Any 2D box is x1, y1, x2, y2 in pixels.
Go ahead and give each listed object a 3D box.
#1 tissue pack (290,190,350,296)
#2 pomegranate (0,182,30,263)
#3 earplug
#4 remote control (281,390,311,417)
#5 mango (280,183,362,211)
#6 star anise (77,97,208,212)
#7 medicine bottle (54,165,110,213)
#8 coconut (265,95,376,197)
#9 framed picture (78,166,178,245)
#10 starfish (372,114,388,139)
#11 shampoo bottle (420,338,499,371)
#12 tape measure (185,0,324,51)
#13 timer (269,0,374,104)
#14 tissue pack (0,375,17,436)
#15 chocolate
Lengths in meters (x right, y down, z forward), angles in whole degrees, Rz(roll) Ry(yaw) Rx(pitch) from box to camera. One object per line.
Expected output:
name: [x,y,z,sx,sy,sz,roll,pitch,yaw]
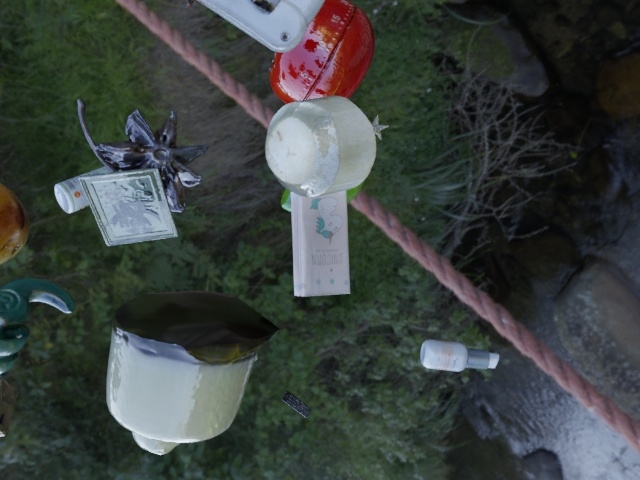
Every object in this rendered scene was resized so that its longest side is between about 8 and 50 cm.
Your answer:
tissue pack: [0.000,0.000,1.816,0.071,0.170,0.324,-1,91,59]
pomegranate: [-1.120,-0.060,1.987,0.319,0.319,0.319,46,155,29]
earplug: [-0.829,0.233,1.630,0.164,0.280,0.257,22,-179,21]
remote control: [-0.065,0.445,1.660,0.091,0.034,0.016,41,150,-13]
mango: [0.001,-0.201,2.296,0.225,0.382,0.201,22,128,37]
star anise: [-0.463,-0.234,1.662,0.139,0.316,0.359,-22,90,47]
medicine bottle: [-0.615,-0.144,1.655,0.086,0.183,0.086,28,133,35]
coconut: [0.008,-0.191,1.232,0.202,0.222,0.201,11,109,36]
framed picture: [-0.429,-0.073,1.383,0.231,0.173,0.010,88,172,-51]
starfish: [0.168,-0.354,1.936,0.086,0.016,0.092,28,108,24]
shampoo bottle: [0.351,0.294,1.535,0.074,0.192,0.073,-172,90,-88]
tape measure: [-0.123,-0.555,1.330,0.258,0.265,0.130,31,-169,-11]
timer: [0.006,-0.588,1.955,0.279,0.377,0.378,28,162,-13]
tissue pack: [-0.754,0.366,1.302,0.082,0.169,0.119,82,178,-46]
chocolate: [-0.290,0.282,1.314,0.314,0.326,0.296,26,116,51]
